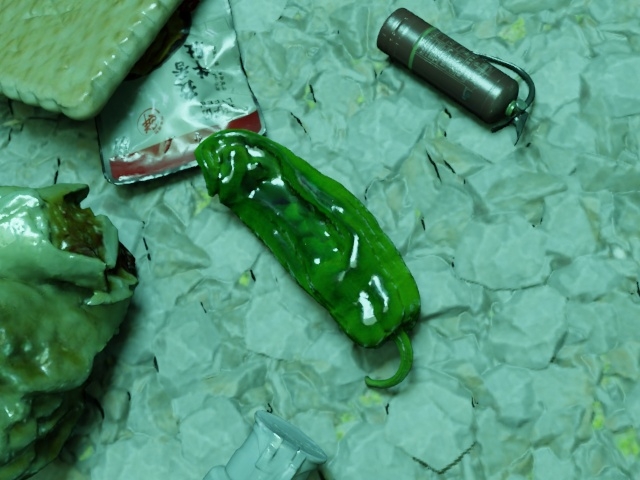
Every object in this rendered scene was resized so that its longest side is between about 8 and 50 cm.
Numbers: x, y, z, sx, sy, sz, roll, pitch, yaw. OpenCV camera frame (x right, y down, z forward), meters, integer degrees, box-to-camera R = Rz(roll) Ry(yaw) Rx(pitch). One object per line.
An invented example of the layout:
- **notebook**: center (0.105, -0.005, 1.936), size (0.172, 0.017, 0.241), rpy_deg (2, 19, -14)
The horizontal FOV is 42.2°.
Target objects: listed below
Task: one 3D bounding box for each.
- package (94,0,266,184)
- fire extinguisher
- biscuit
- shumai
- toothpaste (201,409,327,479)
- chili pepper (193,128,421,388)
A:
- **package**: center (-0.146, -0.173, 0.781), size (0.154, 0.030, 0.239), rpy_deg (-17, 70, 3)
- **fire extinguisher**: center (0.126, -0.146, 0.715), size (0.157, 0.045, 0.078), rpy_deg (39, 62, 20)
- **biscuit**: center (-0.203, -0.261, 0.786), size (0.217, 0.044, 0.325), rpy_deg (22, 70, 23)
- **shumai**: center (-0.253, 0.044, 0.649), size (0.218, 0.189, 0.256), rpy_deg (-39, 90, -10)
- **toothpaste**: center (-0.104, 0.270, 0.624), size (0.114, 0.073, 0.299), rpy_deg (34, 90, 11)
- **chili pepper**: center (-0.004, 0.001, 0.680), size (0.100, 0.074, 0.257), rpy_deg (-43, 68, -3)
